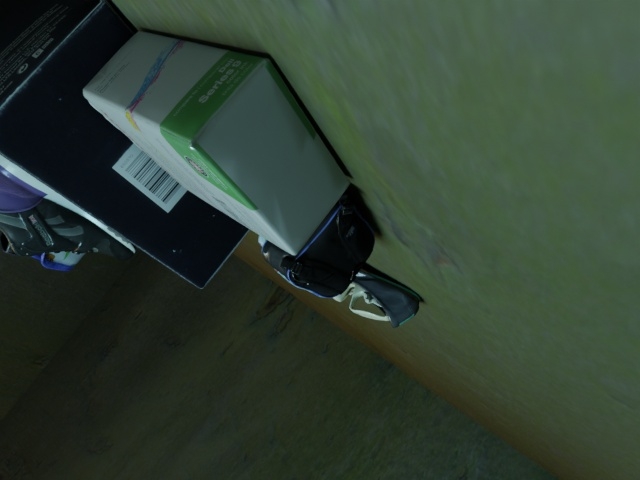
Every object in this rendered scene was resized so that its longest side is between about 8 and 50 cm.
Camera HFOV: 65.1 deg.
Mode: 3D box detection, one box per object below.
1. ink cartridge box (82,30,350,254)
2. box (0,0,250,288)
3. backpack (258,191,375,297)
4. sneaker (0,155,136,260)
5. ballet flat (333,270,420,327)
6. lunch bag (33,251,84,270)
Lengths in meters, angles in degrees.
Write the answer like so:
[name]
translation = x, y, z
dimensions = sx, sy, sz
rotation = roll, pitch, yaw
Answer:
[ink cartridge box]
translation = -0.099, -0.095, 0.463
dimensions = 0.212, 0.093, 0.154
rotation = 26, 165, 41
[box]
translation = -0.287, -0.137, 0.674
dimensions = 0.312, 0.179, 0.343
rotation = 31, 168, 39
[backpack]
translation = 0.000, 0.000, 0.534
dimensions = 0.084, 0.105, 0.114
rotation = 39, -179, 36
[sneaker]
translation = -0.417, -0.024, 0.768
dimensions = 0.107, 0.124, 0.283
rotation = 33, 170, 37
[ballet flat]
translation = 0.054, 0.070, 0.758
dimensions = 0.203, 0.074, 0.074
rotation = 30, 168, 38
[lunch bag]
translation = -0.480, -0.145, 0.892
dimensions = 0.238, 0.328, 0.385
rotation = 31, 167, 29
